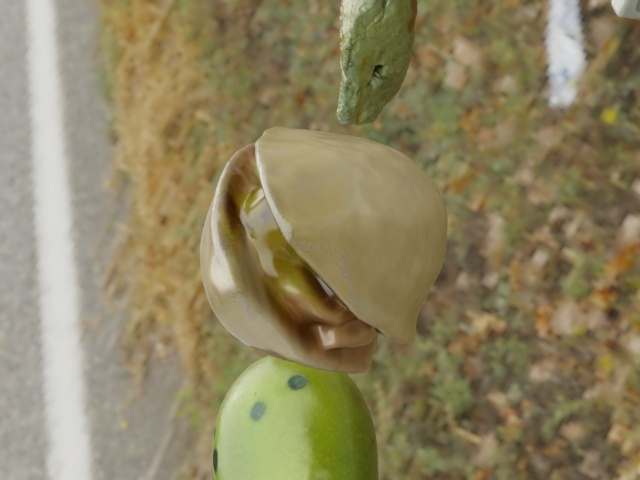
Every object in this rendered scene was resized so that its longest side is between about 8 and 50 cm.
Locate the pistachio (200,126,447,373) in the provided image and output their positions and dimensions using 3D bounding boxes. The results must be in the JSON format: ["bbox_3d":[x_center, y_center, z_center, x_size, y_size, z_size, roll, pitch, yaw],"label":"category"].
[{"bbox_3d":[0.000,0.000,1.493,0.193,0.214,0.318,-32,-11,13],"label":"pistachio"}]

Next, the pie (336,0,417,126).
[{"bbox_3d":[0.070,-0.259,2.153,0.248,0.090,0.201,92,-169,-48],"label":"pie"}]

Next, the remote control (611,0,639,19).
[{"bbox_3d":[0.376,-0.242,1.742,0.029,0.190,0.087,-109,32,-43],"label":"remote control"}]

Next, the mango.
[{"bbox_3d":[-0.024,0.244,1.756,0.175,0.143,0.293,-24,55,37],"label":"mango"}]
